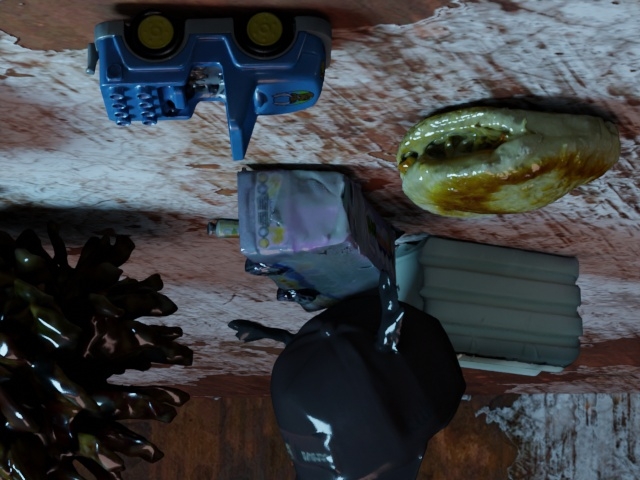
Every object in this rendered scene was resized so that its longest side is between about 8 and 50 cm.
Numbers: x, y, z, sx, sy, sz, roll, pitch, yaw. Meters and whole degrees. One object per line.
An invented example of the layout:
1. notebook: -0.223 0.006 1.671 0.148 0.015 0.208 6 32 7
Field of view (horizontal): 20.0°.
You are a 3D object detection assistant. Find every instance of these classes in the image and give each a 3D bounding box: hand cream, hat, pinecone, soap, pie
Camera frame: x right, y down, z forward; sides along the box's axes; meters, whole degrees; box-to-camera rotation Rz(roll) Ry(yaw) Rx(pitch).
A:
1. hand cream: -0.082 -0.012 2.136 0.102 0.022 0.035 3 170 -16
2. hat: 0.007 0.176 1.990 0.209 0.336 0.238 44 151 -28
3. pinecone: -0.330 0.150 2.131 0.398 0.397 0.398 2 169 0
4. soap: 0.197 0.084 2.252 0.261 0.150 0.094 9 163 -31
5. pie: 0.170 -0.067 1.664 0.179 0.084 0.205 11 162 -41

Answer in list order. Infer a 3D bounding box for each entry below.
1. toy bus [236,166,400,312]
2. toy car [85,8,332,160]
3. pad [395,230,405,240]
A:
1. toy bus: 0.000 0.000 1.977 0.138 0.112 0.317 -5 168 11
2. toy car: -0.086 -0.119 1.400 0.191 0.100 0.097 -2 165 -2
3. pad: 0.017 -0.005 2.202 0.157 0.003 0.112 3 169 -10
